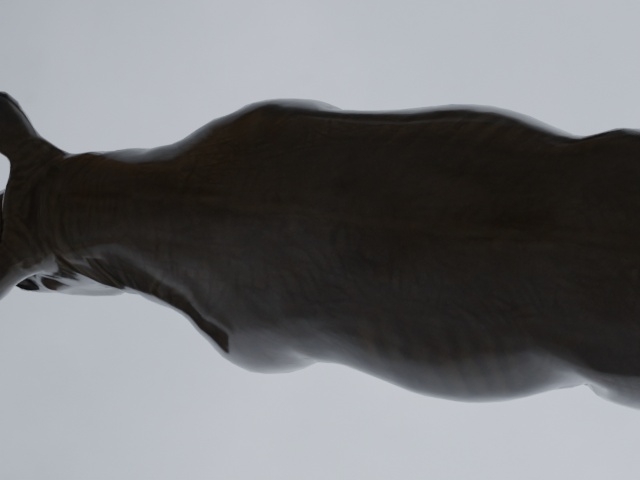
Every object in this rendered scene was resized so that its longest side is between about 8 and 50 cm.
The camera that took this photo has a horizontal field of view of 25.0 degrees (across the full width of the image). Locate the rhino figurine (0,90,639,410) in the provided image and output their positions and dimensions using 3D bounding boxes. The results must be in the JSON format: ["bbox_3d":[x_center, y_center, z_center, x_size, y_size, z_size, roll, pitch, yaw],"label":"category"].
[{"bbox_3d":[0.000,0.000,0.366,0.243,0.106,0.073,5,-93,8],"label":"rhino figurine"}]
